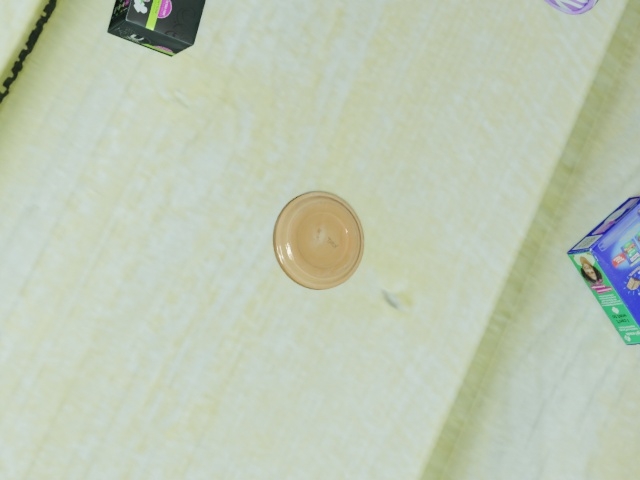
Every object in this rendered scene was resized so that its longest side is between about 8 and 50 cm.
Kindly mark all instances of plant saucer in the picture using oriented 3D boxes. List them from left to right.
[{"bbox_3d":[0.000,0.000,1.492,0.083,0.013,0.083,2,85,-25],"label":"plant saucer"}]

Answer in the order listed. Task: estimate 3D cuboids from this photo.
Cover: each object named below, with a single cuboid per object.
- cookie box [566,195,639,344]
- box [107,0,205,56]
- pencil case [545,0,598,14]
[{"bbox_3d":[0.292,0.027,1.612,0.092,0.040,0.107,-39,101,-23],"label":"cookie box"},{"bbox_3d":[-0.128,-0.201,1.429,0.062,0.052,0.083,18,77,-22],"label":"box"},{"bbox_3d":[0.263,-0.297,1.609,0.088,0.086,0.206,37,67,11],"label":"pencil case"}]
